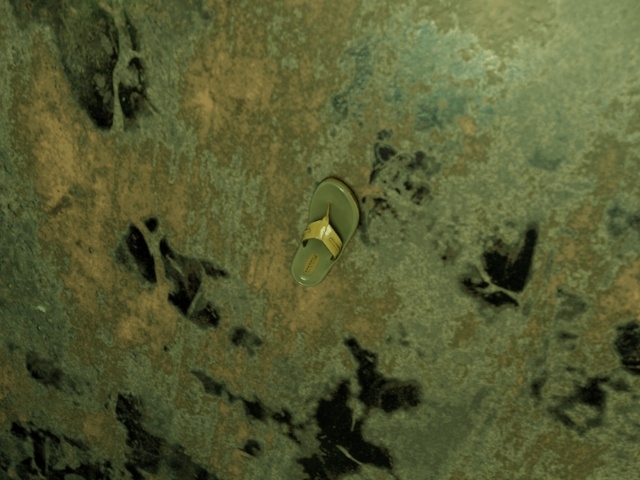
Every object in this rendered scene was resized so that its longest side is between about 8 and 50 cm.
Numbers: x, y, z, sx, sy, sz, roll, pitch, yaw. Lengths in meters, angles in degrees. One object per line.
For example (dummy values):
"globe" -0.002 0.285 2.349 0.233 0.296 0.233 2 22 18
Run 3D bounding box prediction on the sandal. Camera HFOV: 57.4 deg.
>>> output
"sandal" 0.000 0.000 0.792 0.072 0.049 0.180 28 123 6
